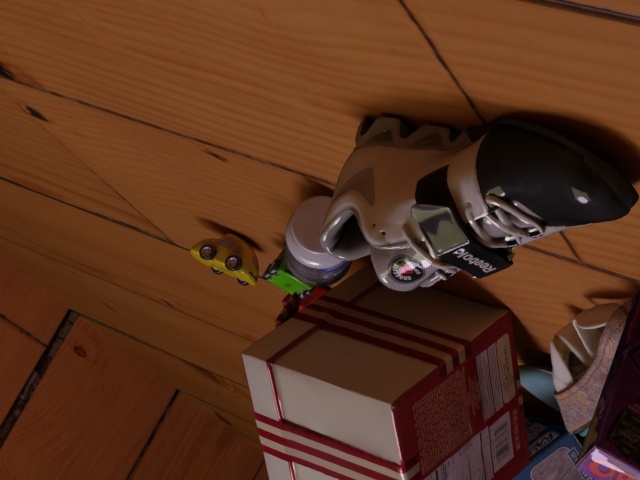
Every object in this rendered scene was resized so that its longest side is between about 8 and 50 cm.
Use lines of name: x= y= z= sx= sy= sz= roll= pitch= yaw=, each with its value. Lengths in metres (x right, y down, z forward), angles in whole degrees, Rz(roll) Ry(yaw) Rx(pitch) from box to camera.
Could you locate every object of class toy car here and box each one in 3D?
toy car: x=-0.045 y=0.046 z=2.033 sx=0.239 sy=0.053 sz=0.225 roll=30 pitch=166 yaw=-9

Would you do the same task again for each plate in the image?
plate: x=0.320 y=0.190 z=1.881 sx=0.188 sy=0.024 sz=0.188 roll=26 pitch=167 yaw=7

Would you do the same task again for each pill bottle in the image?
pill bottle: x=0.000 y=0.000 z=1.713 sx=0.078 sy=0.078 sz=0.137 roll=28 pitch=167 yaw=6

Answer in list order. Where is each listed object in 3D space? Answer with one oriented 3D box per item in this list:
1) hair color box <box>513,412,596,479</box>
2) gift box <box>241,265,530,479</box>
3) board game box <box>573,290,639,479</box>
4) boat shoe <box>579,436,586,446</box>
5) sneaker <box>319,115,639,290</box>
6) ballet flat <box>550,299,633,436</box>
hair color box: x=0.282 y=0.325 z=2.061 sx=0.174 sy=0.105 sz=0.347 roll=56 pitch=172 yaw=-7
gift box: x=0.081 y=0.192 z=1.815 sx=0.258 sy=0.276 sz=0.255 roll=14 pitch=121 yaw=39
board game box: x=0.403 y=0.191 z=1.330 sx=0.347 sy=0.208 sz=0.056 roll=28 pitch=144 yaw=0
boat shoe: x=0.401 y=0.319 z=2.044 sx=0.103 sy=0.092 sz=0.285 roll=32 pitch=166 yaw=-14
sneaker: x=0.118 y=-0.016 z=1.279 sx=0.122 sy=0.146 sz=0.330 roll=38 pitch=163 yaw=-28
ballet flat: x=0.289 y=0.118 z=1.565 sx=0.106 sy=0.107 sz=0.316 roll=48 pitch=163 yaw=7
